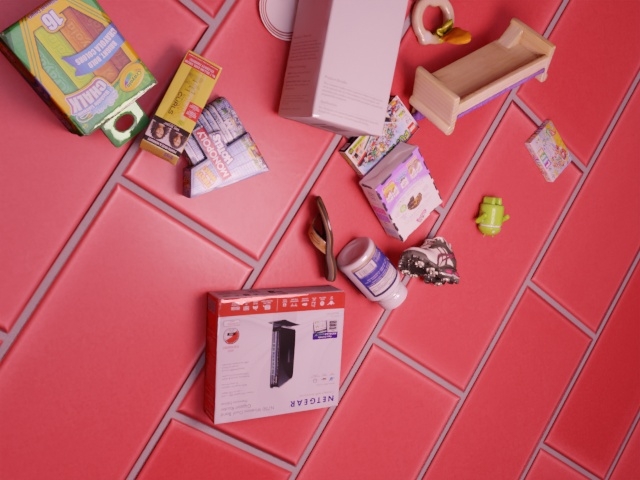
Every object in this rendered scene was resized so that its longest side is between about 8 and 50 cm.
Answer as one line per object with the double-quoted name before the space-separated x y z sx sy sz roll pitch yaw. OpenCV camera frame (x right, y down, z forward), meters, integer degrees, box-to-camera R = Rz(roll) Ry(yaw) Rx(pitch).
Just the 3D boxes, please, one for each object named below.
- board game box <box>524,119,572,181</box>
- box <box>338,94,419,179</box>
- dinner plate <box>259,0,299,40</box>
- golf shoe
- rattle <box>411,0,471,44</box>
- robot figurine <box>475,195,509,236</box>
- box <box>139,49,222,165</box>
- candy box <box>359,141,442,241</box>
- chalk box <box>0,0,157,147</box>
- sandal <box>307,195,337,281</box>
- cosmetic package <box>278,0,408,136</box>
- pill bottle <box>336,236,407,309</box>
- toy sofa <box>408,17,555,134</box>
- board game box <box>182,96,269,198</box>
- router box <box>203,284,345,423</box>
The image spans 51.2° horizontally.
"board game box" 0.681 -0.266 1.992 0.103 0.026 0.154 -47 116 -13
"box" 0.152 -0.258 1.704 0.207 0.036 0.114 -49 117 -12
"dinner plate" -0.078 -0.535 1.545 0.141 0.017 0.141 -5 100 -27
"golf shoe" 0.281 0.043 1.766 0.273 0.105 0.120 24 65 -56
"rattle" 0.298 -0.594 1.672 0.130 0.143 0.200 -6 108 -8
"robot figurine" 0.483 -0.066 1.897 0.101 0.067 0.115 2 98 -34
"box" -0.293 -0.280 1.409 0.087 0.058 0.232 28 69 -15
"candy box" 0.209 -0.123 1.716 0.165 0.070 0.196 -45 129 -16
"chalk box" -0.450 -0.316 1.290 0.180 0.179 0.289 -44 116 -14
"sandal" 0.000 0.000 1.654 0.060 0.090 0.219 -7 110 -5
"cosmetic package" 0.057 -0.450 1.544 0.217 0.156 0.385 10 92 -36
"pill bottle" 0.137 0.089 1.713 0.112 0.112 0.187 -49 117 -13
"toy sofa" 0.410 -0.402 1.710 0.362 0.150 0.177 -30 149 -21
"board game box" -0.244 -0.190 1.490 0.194 0.060 0.194 -37 114 -19
"router box" -0.109 0.268 1.628 0.335 0.082 0.301 -2 99 -28
